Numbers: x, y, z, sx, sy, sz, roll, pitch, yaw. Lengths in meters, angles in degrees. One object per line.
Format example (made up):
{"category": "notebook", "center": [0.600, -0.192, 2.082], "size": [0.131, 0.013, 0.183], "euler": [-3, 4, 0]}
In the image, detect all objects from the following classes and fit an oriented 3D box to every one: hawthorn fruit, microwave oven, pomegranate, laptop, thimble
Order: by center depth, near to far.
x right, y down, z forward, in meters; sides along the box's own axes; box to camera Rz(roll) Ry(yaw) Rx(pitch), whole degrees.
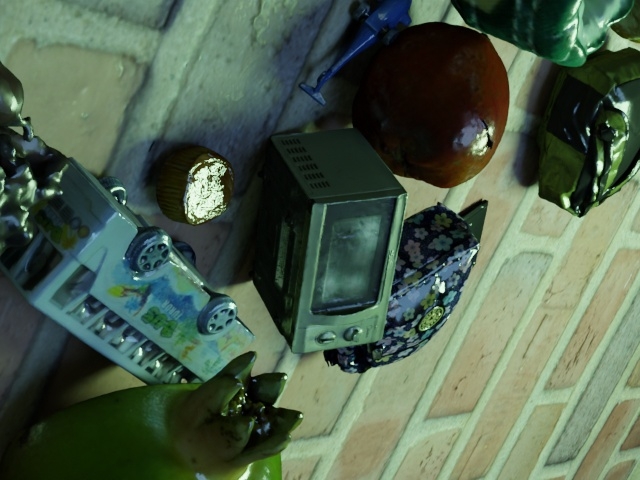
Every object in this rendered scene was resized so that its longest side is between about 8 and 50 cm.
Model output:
{"category": "pomegranate", "center": [-0.150, 0.270, 1.329], "size": [0.309, 0.216, 0.358], "euler": [9, 146, -45]}
{"category": "thimble", "center": [0.270, -0.342, 1.393], "size": [0.288, 0.167, 0.254], "euler": [-56, 158, -9]}
{"category": "microwave oven", "center": [0.000, 0.000, 1.435], "size": [0.129, 0.163, 0.205], "euler": [-8, 127, -23]}
{"category": "hawthorn fruit", "center": [0.138, -0.164, 1.471], "size": [0.202, 0.185, 0.185], "euler": [-55, 151, -24]}
{"category": "laptop", "center": [0.174, 0.033, 1.853], "size": [0.197, 0.016, 0.135], "euler": [-32, 142, -35]}

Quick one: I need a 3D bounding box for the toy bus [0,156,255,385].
{"category": "toy bus", "center": [-0.188, 0.048, 1.280], "size": [0.136, 0.109, 0.330], "euler": [-43, 147, -2]}

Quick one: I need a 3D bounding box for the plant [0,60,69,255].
{"category": "plant", "center": [-0.308, -0.053, 0.949], "size": [0.234, 0.178, 0.204], "euler": [-50, 138, -33]}

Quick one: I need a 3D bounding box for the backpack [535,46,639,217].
{"category": "backpack", "center": [0.414, -0.155, 1.901], "size": [0.207, 0.140, 0.253], "euler": [-21, 135, -43]}

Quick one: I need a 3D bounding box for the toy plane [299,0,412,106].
{"category": "toy plane", "center": [0.045, -0.218, 1.421], "size": [0.167, 0.054, 0.062], "euler": [-46, 173, -19]}

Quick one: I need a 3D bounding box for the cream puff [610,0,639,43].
{"category": "cream puff", "center": [0.458, -0.393, 1.627], "size": [0.270, 0.274, 0.323], "euler": [-47, 152, 1]}

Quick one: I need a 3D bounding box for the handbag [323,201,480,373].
{"category": "handbag", "center": [0.100, 0.074, 1.672], "size": [0.228, 0.127, 0.208], "euler": [-33, 151, -18]}

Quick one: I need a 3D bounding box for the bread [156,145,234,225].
{"category": "bread", "center": [-0.131, -0.058, 1.308], "size": [0.085, 0.053, 0.085], "euler": [-26, 125, -44]}
